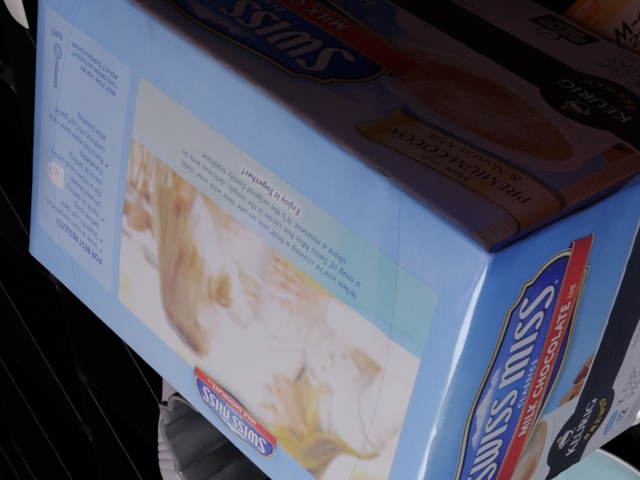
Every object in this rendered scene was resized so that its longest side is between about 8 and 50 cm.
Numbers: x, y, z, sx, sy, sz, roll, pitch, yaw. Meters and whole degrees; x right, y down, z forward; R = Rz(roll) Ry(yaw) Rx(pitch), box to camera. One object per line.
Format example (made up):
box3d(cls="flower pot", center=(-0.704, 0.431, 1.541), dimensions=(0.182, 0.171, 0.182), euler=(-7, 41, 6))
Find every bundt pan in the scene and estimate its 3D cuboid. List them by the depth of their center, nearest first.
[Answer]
box3d(cls="bundt pan", center=(-0.019, 0.261, 1.274), dimensions=(0.331, 0.124, 0.331), euler=(39, 150, 28))

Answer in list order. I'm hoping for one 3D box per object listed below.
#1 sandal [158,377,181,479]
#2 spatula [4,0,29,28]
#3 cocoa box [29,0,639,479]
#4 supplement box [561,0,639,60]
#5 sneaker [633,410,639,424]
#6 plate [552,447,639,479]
box3d(cls="sandal", center=(-0.132, 0.184, 1.449), dimensions=(0.102, 0.076, 0.265), euler=(11, 108, 35))
box3d(cls="spatula", center=(-0.398, -0.364, 1.367), dimensions=(0.168, 0.019, 0.242), euler=(32, 143, 39))
box3d(cls="cocoa box", center=(0.016, -0.026, 0.725), dimensions=(0.347, 0.228, 0.231), euler=(37, 132, 32))
box3d(cls="supplement box", center=(0.190, -0.110, 0.697), dimensions=(0.098, 0.036, 0.062), euler=(54, 150, 7))
box3d(cls="sneaker", center=(0.219, 0.057, 0.781), dimensions=(0.232, 0.090, 0.115), euler=(0, 112, 47))
box3d(cls="plate", center=(0.238, 0.231, 0.967), dimensions=(0.188, 0.024, 0.188), euler=(38, 146, 32))
